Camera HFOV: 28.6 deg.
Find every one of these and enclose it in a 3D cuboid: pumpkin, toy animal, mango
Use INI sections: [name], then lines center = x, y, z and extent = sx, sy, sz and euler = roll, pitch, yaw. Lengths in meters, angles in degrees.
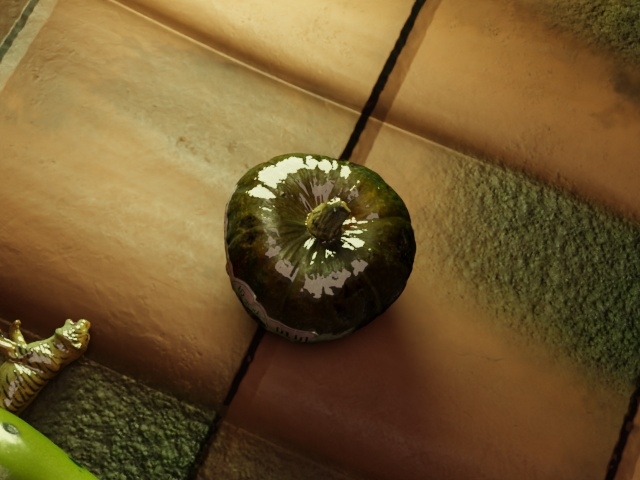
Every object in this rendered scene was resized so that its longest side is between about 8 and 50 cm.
[pumpkin]
center = 0.001, -0.001, 1.626
extent = 0.260, 0.189, 0.260
euler = 4, 68, -9
[toy animal]
center = -0.392, 0.171, 1.570
extent = 0.099, 0.057, 0.241
euler = 39, 68, 7
[mango]
center = -0.352, 0.289, 1.464
extent = 0.293, 0.175, 0.143
euler = 28, 77, 1
